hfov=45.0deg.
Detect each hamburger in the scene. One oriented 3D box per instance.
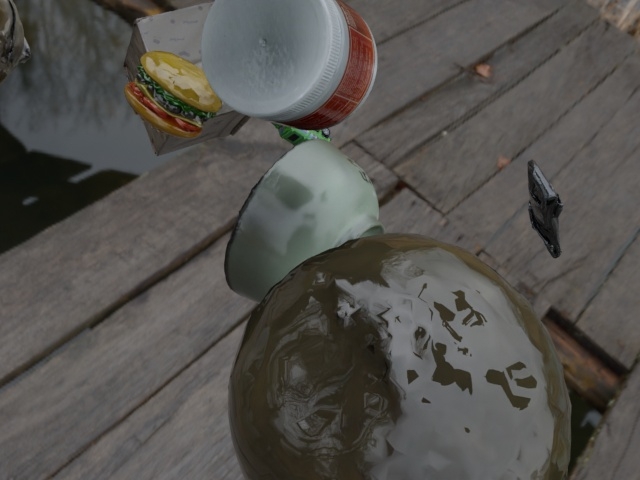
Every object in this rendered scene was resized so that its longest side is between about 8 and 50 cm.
[{"bbox_3d":[-0.245,-0.242,1.291,0.162,0.115,0.162,32,18,-12],"label":"hamburger"}]

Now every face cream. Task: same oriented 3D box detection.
[{"bbox_3d":[-0.039,-0.264,1.100,0.201,0.201,0.187,43,17,17],"label":"face cream"}]

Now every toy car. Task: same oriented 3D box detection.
[{"bbox_3d":[-0.053,-0.271,1.907,0.165,0.071,0.062,30,56,-25],"label":"toy car"}]

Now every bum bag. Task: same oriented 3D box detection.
[{"bbox_3d":[0.485,-0.067,1.674,0.060,0.248,0.123,-17,51,6],"label":"bum bag"}]

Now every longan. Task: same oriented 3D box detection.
[{"bbox_3d":[0.086,0.191,0.933,0.404,0.404,0.436,3,16,-23],"label":"longan"}]

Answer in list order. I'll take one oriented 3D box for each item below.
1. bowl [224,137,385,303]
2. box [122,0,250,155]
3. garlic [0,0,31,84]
[{"bbox_3d":[0.000,0.000,1.477,0.185,0.353,0.354,31,42,23],"label":"bowl"},{"bbox_3d":[-0.270,-0.323,1.581,0.190,0.297,0.225,-21,92,-21],"label":"box"},{"bbox_3d":[-0.530,-0.257,0.945,0.322,0.322,0.241,-10,58,-32],"label":"garlic"}]
